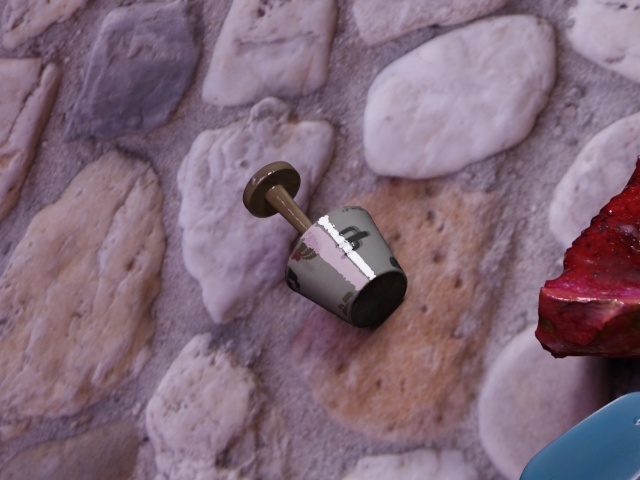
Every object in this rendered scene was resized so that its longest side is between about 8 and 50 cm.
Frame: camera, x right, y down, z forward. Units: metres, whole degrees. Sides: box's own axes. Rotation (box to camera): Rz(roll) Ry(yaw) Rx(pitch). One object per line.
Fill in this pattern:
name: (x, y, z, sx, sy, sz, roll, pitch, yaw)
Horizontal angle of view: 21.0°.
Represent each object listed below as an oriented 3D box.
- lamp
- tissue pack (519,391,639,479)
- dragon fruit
lamp: (0.000, 0.000, 1.902, 0.121, 0.121, 0.215, -46, 57, 5)
tissue pack: (0.306, 0.284, 1.432, 0.198, 0.206, 0.287, -38, 47, 1)
dragon fruit: (0.326, 0.054, 1.602, 0.211, 0.134, 0.262, 16, 38, 29)
